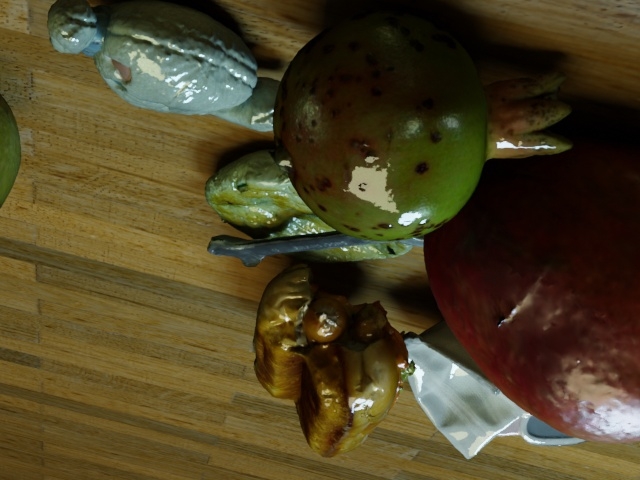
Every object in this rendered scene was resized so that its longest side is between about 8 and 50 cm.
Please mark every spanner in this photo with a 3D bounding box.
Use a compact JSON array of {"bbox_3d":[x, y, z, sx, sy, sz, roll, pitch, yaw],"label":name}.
[{"bbox_3d":[0.000,0.000,1.457,0.254,0.015,0.054,-7,153,44],"label":"spanner"}]

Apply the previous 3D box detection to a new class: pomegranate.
[{"bbox_3d":[0.065,-0.079,1.167,0.205,0.159,0.159,-5,160,-5],"label":"pomegranate"}]

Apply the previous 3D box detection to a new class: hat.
[{"bbox_3d":[0.209,0.115,1.677,0.226,0.164,0.219,-24,162,-16],"label":"hat"}]

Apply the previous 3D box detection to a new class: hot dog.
[{"bbox_3d":[0.014,0.114,1.657,0.158,0.117,0.349,51,169,11],"label":"hot dog"}]

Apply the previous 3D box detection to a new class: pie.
[{"bbox_3d":[-0.010,-0.028,1.474,0.187,0.041,0.187,11,160,4],"label":"pie"}]

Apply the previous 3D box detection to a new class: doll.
[{"bbox_3d":[-0.108,-0.128,1.231,0.214,0.071,0.103,19,173,-39],"label":"doll"}]

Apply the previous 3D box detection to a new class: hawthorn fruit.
[{"bbox_3d":[0.177,0.019,1.261,0.261,0.224,0.224,31,158,-4],"label":"hawthorn fruit"}]

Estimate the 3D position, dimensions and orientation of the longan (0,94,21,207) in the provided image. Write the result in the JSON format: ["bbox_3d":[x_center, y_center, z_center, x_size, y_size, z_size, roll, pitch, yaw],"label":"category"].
[{"bbox_3d":[-0.321,-0.084,1.398,0.155,0.176,0.145,-39,171,39],"label":"longan"}]
